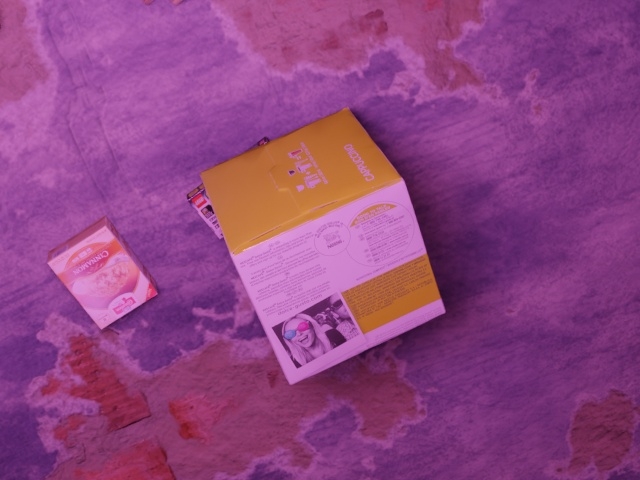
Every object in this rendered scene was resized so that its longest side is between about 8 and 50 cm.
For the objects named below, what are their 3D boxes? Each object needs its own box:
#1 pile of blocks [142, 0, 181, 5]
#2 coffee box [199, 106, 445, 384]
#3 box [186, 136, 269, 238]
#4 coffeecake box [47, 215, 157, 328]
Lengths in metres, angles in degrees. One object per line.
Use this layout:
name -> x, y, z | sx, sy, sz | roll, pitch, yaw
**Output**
pile of blocks -> -0.392, -0.539, 1.758 | 0.112, 0.149, 0.362 | -42, 114, 7
coffee box -> 0.000, 0.000, 1.922 | 0.338, 0.338, 0.334 | -24, 124, -3
box -> -0.161, -0.108, 2.040 | 0.207, 0.036, 0.114 | -36, 114, 4
coffeecake box -> -0.447, 0.067, 2.035 | 0.142, 0.068, 0.185 | -33, 115, 2
